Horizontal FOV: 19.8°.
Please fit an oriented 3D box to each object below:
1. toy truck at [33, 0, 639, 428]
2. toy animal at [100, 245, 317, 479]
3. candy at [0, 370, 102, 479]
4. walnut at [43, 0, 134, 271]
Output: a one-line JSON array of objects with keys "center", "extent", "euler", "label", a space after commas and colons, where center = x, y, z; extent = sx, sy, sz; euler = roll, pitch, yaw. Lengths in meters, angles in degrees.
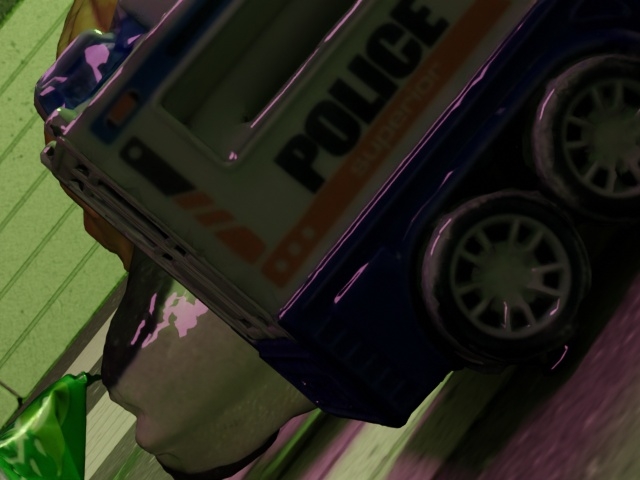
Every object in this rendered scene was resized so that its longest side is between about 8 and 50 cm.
[{"center": [0.052, -0.085, 0.544], "extent": [0.268, 0.155, 0.124], "euler": [-51, 6, -9], "label": "toy truck"}, {"center": [0.000, 0.000, 0.719], "extent": [0.225, 0.094, 0.121], "euler": [-40, 19, 4], "label": "toy animal"}, {"center": [-0.183, 0.170, 1.108], "extent": [0.141, 0.078, 0.203], "euler": [-60, 14, 24], "label": "candy"}, {"center": [-0.032, -0.069, 0.887], "extent": [0.198, 0.198, 0.245], "euler": [-48, -2, 23], "label": "walnut"}]
